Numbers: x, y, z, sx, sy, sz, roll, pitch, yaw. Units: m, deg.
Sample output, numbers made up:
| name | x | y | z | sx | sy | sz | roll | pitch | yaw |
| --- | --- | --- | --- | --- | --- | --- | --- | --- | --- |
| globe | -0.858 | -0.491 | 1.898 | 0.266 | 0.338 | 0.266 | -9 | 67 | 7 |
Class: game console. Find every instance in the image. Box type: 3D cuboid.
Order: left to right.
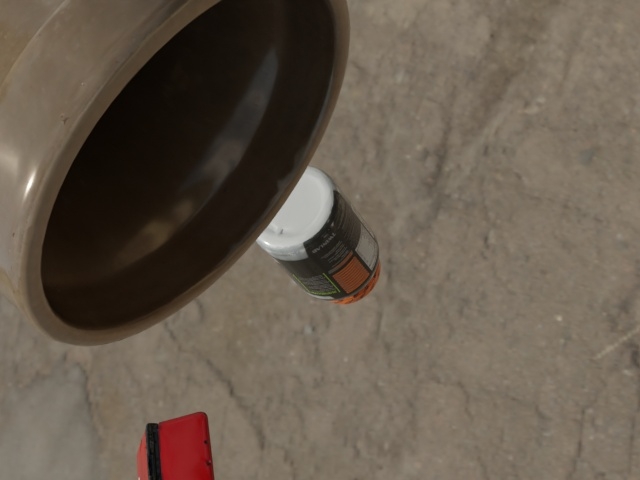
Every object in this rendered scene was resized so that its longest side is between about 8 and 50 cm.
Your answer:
| name | x | y | z | sx | sy | sz | roll | pitch | yaw |
| --- | --- | --- | --- | --- | --- | --- | --- | --- | --- |
| game console | -0.212 | 0.338 | 1.587 | 0.124 | 0.085 | 0.144 | 114 | 154 | -43 |

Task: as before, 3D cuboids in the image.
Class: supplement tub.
| name | x | y | z | sx | sy | sz | roll | pitch | yaw |
| --- | --- | --- | --- | --- | --- | --- | --- | --- | --- |
| supplement tub | 0.000 | 0.000 | 1.330 | 0.116 | 0.190 | 0.117 | -10 | 60 | 19 |

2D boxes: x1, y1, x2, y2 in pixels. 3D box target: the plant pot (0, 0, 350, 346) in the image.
| name | x | y | z | sx | sy | sz | roll | pitch | yaw |
| --- | --- | --- | --- | --- | --- | --- | --- | --- | --- |
| plant pot | -0.149 | -0.103 | 0.667 | 0.229 | 0.263 | 0.263 | 36 | 110 | 21 |
